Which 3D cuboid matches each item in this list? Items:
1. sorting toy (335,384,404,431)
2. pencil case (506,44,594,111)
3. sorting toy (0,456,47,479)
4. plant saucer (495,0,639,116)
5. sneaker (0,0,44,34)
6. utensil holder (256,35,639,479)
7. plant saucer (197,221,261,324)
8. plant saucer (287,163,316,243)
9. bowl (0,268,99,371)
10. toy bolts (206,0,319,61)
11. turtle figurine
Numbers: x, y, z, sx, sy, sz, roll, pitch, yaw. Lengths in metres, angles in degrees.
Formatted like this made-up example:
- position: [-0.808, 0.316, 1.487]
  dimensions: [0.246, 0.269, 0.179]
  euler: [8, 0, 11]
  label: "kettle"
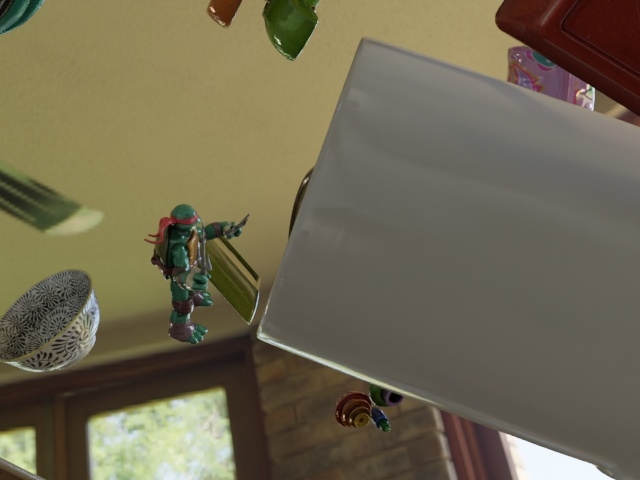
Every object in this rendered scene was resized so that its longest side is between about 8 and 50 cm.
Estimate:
- position: [0.069, 0.204, 1.201]
  dimensions: [0.102, 0.042, 0.061]
  euler: [-25, -60, -12]
  label: "sorting toy"
- position: [0.309, -0.128, 1.328]
  dimensions: [0.124, 0.124, 0.284]
  euler: [-5, -74, -11]
  label: "pencil case"
- position: [-0.384, 0.280, 0.988]
  dimensions: [0.196, 0.047, 0.348]
  euler: [-36, -48, 12]
  label: "sorting toy"
- position: [0.298, -0.184, 0.700]
  dimensions: [0.258, 0.047, 0.259]
  euler: [30, -56, -6]
  label: "plant saucer"
- position: [-0.302, -0.275, 0.851]
  dimensions: [0.178, 0.124, 0.295]
  euler: [-37, -14, -53]
  label: "sneaker"
- position: [0.168, 0.014, 0.934]
  dimensions: [0.385, 0.327, 0.327]
  euler: [19, -37, -1]
  label: "utensil holder"
- position: [-0.160, 0.040, 1.652]
  dimensions: [0.045, 0.188, 0.188]
  euler: [-40, 7, 3]
  label: "plant saucer"
- position: [0.000, 0.000, 1.669]
  dimensions: [0.050, 0.310, 0.310]
  euler: [4, -35, -17]
  label: "plant saucer"
- position: [-0.367, 0.127, 1.373]
  dimensions: [0.170, 0.170, 0.080]
  euler: [-22, -56, 16]
  label: "bowl"
- position: [-0.038, -0.341, 1.009]
  dimensions: [0.158, 0.228, 0.218]
  euler: [26, -42, -12]
  label: "toy bolts"
- position: [-0.179, 0.025, 1.396]
  dimensions: [0.118, 0.175, 0.234]
  euler: [20, -49, 10]
  label: "turtle figurine"
